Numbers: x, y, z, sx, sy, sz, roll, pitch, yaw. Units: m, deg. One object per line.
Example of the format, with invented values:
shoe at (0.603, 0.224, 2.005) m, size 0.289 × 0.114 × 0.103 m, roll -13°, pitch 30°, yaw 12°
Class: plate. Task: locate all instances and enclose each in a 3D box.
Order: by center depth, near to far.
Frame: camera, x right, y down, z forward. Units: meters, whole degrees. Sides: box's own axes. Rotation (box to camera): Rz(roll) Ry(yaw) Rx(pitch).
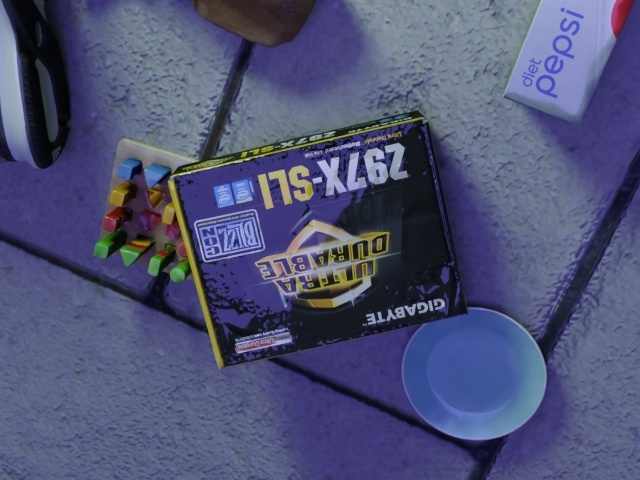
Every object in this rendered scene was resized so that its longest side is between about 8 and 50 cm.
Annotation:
plate at (0.200, 0.172, 1.459) m, size 0.188 × 0.024 × 0.188 m, roll 3°, pitch 107°, yaw 11°

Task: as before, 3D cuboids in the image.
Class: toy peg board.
toy peg board at (-0.211, -0.028, 1.453) m, size 0.161 × 0.079 × 0.161 m, roll 17°, pitch 110°, yaw 6°

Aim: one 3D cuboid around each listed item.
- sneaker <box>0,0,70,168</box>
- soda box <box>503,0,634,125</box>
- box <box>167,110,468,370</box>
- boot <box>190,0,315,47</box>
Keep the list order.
sneaker at (-0.467, -0.305, 1.372) m, size 0.257 × 0.169 × 0.447 m, roll 2°, pitch 110°, yaw 9°
soda box at (0.302, -0.282, 1.257) m, size 0.098 × 0.091 × 0.286 m, roll 22°, pitch 110°, yaw 4°
box at (0.000, 0.000, 1.387) m, size 0.322 × 0.079 × 0.257 m, roll -12°, pitch 103°, yaw 3°
boot at (-0.153, -0.329, 1.336) m, size 0.305 × 0.112 × 0.115 m, roll 25°, pitch 118°, yaw 0°
